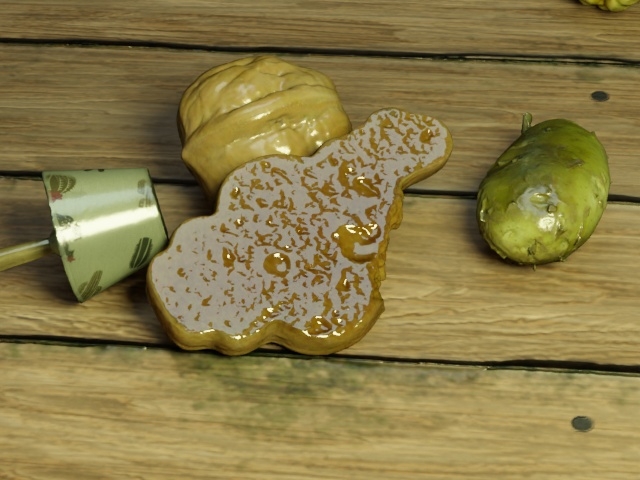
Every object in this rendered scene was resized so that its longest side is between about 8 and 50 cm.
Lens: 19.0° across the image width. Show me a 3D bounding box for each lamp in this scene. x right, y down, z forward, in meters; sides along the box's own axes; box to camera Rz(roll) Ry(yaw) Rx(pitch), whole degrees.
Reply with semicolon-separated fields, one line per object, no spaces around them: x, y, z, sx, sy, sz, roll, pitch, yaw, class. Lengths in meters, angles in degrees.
-0.242;0.002;1.672;0.215;0.121;0.121;-15;37;-1;lamp

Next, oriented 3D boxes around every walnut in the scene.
-0.053;-0.096;1.777;0.166;0.149;0.166;5;65;-12;walnut

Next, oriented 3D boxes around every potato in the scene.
0.205;-0.050;1.732;0.117;0.090;0.225;0;29;15;potato

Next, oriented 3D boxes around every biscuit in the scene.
-0.005;-0.007;1.665;0.183;0.047;0.320;37;64;9;biscuit

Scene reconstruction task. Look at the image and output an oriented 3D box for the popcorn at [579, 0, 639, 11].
0.346;-0.336;2.054;0.189;0.169;0.218;-7;46;6;popcorn
